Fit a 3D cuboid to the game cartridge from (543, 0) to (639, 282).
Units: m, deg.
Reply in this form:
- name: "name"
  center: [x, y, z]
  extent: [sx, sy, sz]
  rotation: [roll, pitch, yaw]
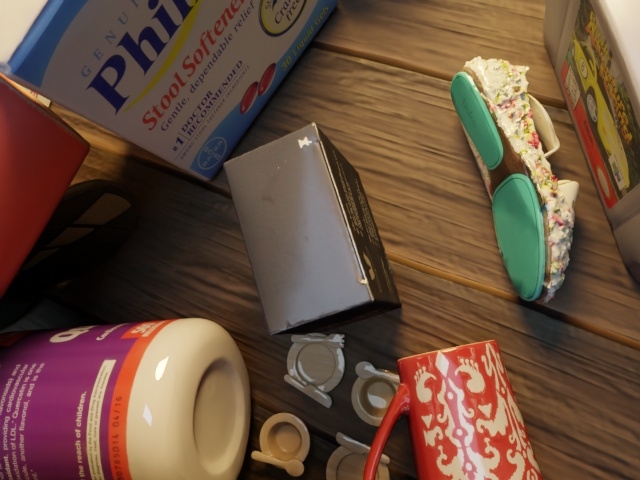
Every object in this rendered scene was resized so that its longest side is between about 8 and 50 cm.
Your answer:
- name: "game cartridge"
  center: [0.245, -0.109, 0.411]
  extent: [0.060, 0.196, 0.294]
  rotation: [-16, 77, 13]

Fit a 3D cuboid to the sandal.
- name: "sandal"
  center: [-0.358, 0.013, 0.618]
  extent: [0.303, 0.120, 0.086]
  rotation: [-32, 61, 10]

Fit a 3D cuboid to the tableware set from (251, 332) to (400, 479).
- name: "tableware set"
  center: [0.014, 0.182, 0.529]
  extent: [0.141, 0.020, 0.168]
  rotation: [16, 87, 18]

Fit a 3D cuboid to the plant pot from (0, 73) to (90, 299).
- name: "plant pot"
  center: [-0.353, -0.054, 0.437]
  extent: [0.275, 0.275, 0.243]
  rotation: [37, 83, 18]

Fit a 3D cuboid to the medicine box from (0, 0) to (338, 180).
- name: "medicine box"
  center: [-0.147, -0.232, 0.495]
  extent: [0.149, 0.289, 0.263]
  rotation: [38, 94, 18]

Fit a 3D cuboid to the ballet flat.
- name: "ballet flat"
  center: [0.193, -0.065, 0.483]
  extent: [0.077, 0.091, 0.240]
  rotation: [-13, 82, -11]

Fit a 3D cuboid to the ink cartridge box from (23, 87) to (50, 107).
- name: "ink cartridge box"
  center: [-0.461, -0.213, 0.577]
  extent: [0.131, 0.306, 0.226]
  rotation: [18, 88, 18]

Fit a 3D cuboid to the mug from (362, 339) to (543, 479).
- name: "mug"
  center: [0.115, 0.179, 0.440]
  extent: [0.113, 0.150, 0.169]
  rotation: [-30, 65, 51]

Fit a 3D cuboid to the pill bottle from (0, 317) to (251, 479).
- name: "pill bottle"
  center: [-0.246, 0.177, 0.522]
  extent: [0.323, 0.181, 0.181]
  rotation: [-6, 80, 15]

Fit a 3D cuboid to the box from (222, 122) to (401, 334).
- name: "box"
  center: [0.000, 0.000, 0.487]
  extent: [0.093, 0.158, 0.155]
  rotation: [-20, 76, 13]
